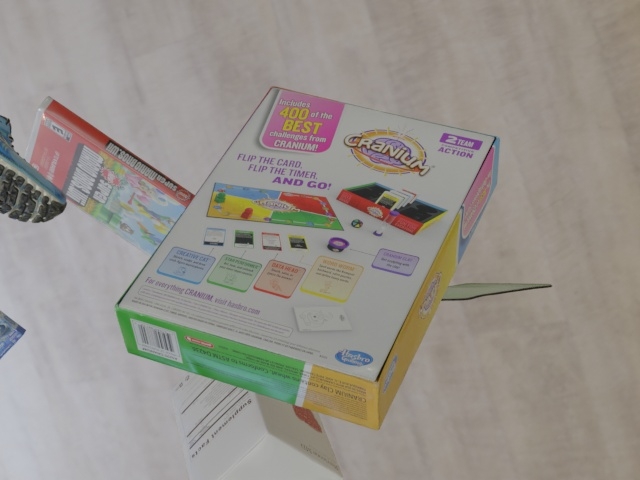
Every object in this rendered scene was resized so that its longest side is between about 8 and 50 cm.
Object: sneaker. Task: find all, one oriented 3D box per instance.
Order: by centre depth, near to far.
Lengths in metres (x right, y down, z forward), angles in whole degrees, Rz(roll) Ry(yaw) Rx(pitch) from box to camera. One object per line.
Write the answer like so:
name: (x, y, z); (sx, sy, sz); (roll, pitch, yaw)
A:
sneaker: (-0.293, -0.084, 1.118); (0.162, 0.073, 0.063); (41, 137, -9)

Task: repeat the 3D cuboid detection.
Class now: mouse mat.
mouse mat: (0.166, 0.062, 1.476); (0.153, 0.190, 0.007); (-2, 93, 50)

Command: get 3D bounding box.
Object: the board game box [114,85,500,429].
board game box: (0.000, 0.000, 1.103); (0.242, 0.316, 0.064); (15, 139, 19)

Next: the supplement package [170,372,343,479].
supplement package: (-0.111, 0.319, 2.024); (0.175, 0.293, 0.177); (-45, 122, 13)

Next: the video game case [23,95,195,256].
video game case: (-0.234, -0.050, 1.508); (0.285, 0.025, 0.204); (34, 154, -6)

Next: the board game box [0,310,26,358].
board game box: (-0.529, 0.147, 1.935); (0.090, 0.020, 0.090); (41, 109, -14)
